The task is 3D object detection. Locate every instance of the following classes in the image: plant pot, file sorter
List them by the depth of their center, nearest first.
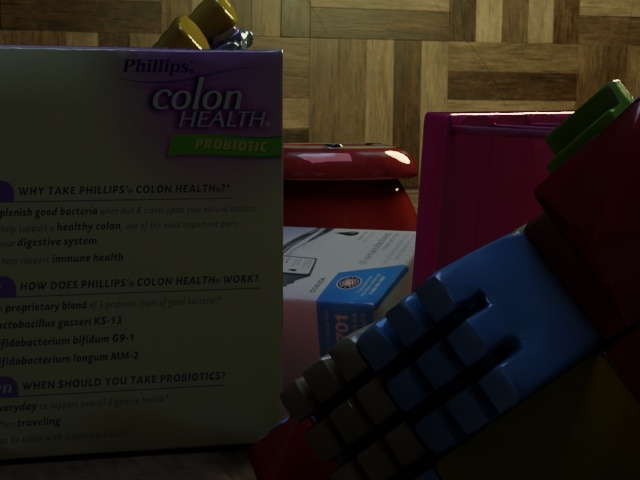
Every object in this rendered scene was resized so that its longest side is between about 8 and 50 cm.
[{"bbox_3d":[0.219,0.007,1.030,0.182,0.202,0.290,8,9,32],"label":"file sorter"},{"bbox_3d":[0.000,0.000,1.187,0.191,0.174,0.191,0,4,0],"label":"plant pot"}]

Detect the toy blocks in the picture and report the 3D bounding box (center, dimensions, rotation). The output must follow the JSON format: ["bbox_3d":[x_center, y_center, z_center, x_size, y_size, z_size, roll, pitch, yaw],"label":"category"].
[{"bbox_3d":[0.106,0.039,0.512,0.261,0.191,0.381,-24,-14,-44],"label":"toy blocks"}]

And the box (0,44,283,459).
[{"bbox_3d":[-0.139,0.002,0.825,0.213,0.243,0.117,-2,7,-16],"label":"box"}]

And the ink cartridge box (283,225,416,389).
[{"bbox_3d":[-0.023,0.049,1.014,0.190,0.082,0.139,4,24,21],"label":"ink cartridge box"}]

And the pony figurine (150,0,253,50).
[{"bbox_3d":[-0.214,-0.079,1.254,0.363,0.303,0.351,-37,12,14],"label":"pony figurine"}]
